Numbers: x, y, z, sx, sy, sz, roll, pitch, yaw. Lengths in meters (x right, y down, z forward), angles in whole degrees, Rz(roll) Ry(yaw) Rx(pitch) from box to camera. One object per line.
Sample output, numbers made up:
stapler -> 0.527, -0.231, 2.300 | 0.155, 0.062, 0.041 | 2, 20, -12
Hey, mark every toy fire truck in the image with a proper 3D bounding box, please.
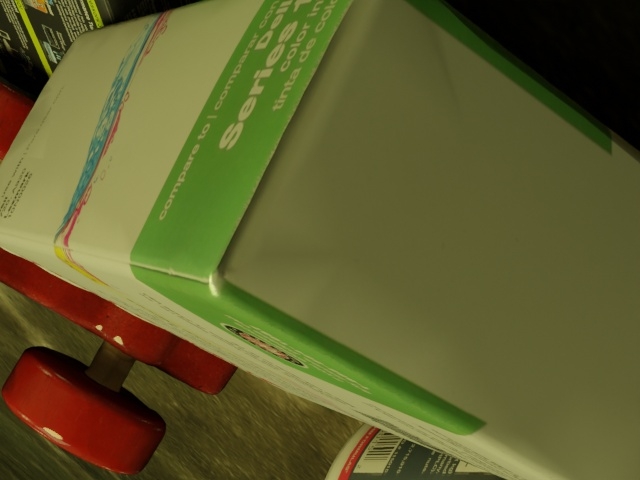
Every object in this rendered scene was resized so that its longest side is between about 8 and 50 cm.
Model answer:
toy fire truck -> -0.190, 0.005, 0.778 | 0.302, 0.169, 0.254 | 31, 177, -22

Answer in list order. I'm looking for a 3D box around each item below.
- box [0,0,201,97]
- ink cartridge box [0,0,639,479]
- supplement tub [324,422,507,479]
box -> -0.170, -0.185, 0.611 | 0.216, 0.060, 0.270 | 27, 151, 27
ink cartridge box -> 0.000, 0.000, 0.494 | 0.201, 0.117, 0.278 | 31, 169, -28
supplement tub -> 0.130, 0.156, 0.570 | 0.191, 0.191, 0.272 | 47, 154, -12
